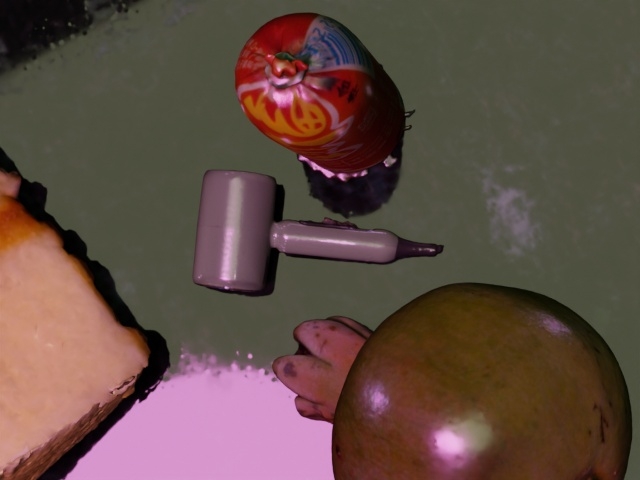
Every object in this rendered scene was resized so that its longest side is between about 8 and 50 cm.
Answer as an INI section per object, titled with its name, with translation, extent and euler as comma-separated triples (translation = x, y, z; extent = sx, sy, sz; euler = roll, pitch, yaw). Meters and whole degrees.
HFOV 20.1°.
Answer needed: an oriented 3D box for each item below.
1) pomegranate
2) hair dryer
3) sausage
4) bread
[pomegranate]
translation = 0.075, 0.094, 1.014
extent = 0.179, 0.179, 0.210
euler = -42, 72, 0
[hair dryer]
translation = 0.000, 0.000, 1.093
extent = 0.150, 0.047, 0.071
euler = 6, 88, -6
[sausage]
translation = -0.001, -0.081, 0.983
extent = 0.083, 0.264, 0.083
euler = 0, 88, 8
[bread]
translation = -0.258, 0.043, 1.036
extent = 0.236, 0.198, 0.263
euler = -40, 86, -7
